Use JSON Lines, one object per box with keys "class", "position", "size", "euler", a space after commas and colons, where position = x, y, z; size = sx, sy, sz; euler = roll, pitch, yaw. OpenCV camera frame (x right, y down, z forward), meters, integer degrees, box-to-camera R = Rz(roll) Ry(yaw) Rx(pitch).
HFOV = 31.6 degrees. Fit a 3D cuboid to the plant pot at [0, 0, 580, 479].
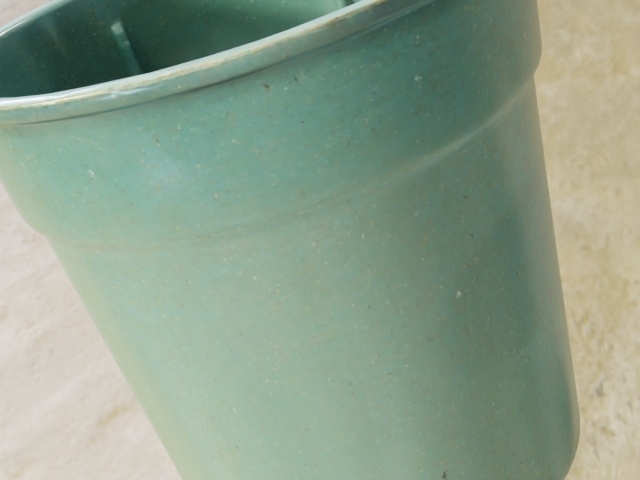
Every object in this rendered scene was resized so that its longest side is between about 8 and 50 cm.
{"class": "plant pot", "position": [0.000, 0.000, 0.678], "size": [0.341, 0.334, 0.341], "euler": [-16, 23, 7]}
